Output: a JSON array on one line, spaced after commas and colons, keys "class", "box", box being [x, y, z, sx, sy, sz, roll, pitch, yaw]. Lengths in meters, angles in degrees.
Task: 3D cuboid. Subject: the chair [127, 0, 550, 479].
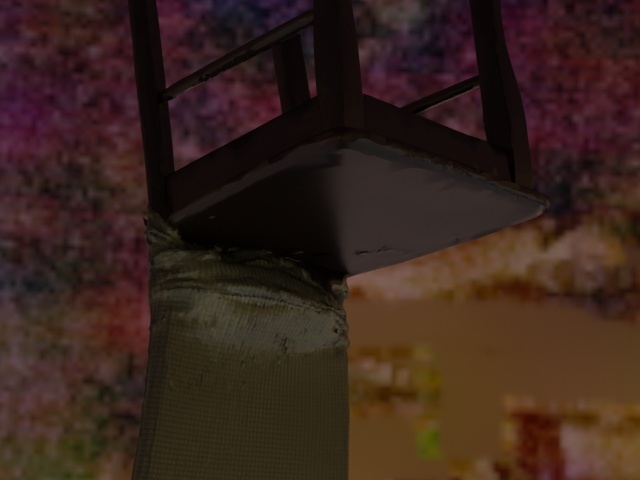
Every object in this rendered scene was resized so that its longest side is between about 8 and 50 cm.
[{"class": "chair", "box": [0.000, 0.000, 0.890, 0.186, 0.319, 0.160, -20, 155, 38]}]
